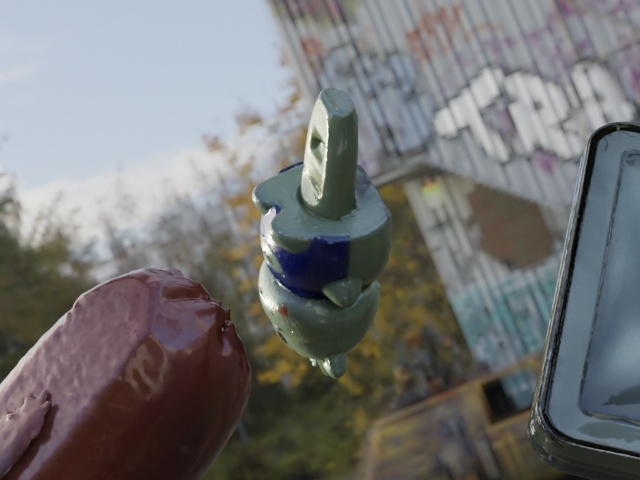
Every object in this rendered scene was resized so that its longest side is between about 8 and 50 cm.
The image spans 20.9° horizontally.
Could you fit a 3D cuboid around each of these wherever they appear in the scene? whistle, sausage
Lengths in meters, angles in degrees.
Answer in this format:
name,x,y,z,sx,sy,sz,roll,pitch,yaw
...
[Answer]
name,x,y,z,sx,sy,sz,roll,pitch,yaw
whistle,0.000,0.000,1.236,0.092,0.110,0.244,-10,-47,-15
sausage,-0.162,0.144,1.190,0.280,0.152,0.152,-50,-5,1

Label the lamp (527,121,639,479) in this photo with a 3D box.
name,x,y,z,sx,sy,sz,roll,pitch,yaw
lamp,0.281,0.051,1.085,0.269,0.266,0.047,12,-36,7
